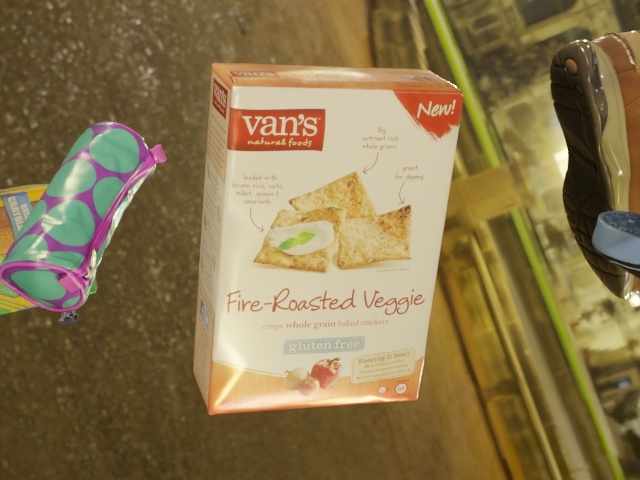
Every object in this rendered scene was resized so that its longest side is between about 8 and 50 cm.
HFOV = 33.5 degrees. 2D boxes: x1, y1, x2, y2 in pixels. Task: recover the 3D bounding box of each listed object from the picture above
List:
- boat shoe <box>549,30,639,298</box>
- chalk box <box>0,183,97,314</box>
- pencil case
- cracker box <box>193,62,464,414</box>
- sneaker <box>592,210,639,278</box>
[{"bbox_3d":[0.326,-0.075,1.106,0.122,0.120,0.324,-119,-172,-48],"label":"boat shoe"},{"bbox_3d":[-0.342,0.005,1.211,0.213,0.132,0.132,-14,100,-39],"label":"chalk box"},{"bbox_3d":[-0.172,-0.018,0.776,0.064,0.070,0.151,73,27,-44],"label":"pencil case"},{"bbox_3d":[0.000,0.000,0.725,0.067,0.156,0.232,-128,-140,-62],"label":"cracker box"},{"bbox_3d":[0.338,0.051,0.931,0.081,0.232,0.090,-67,178,-66],"label":"sneaker"}]
